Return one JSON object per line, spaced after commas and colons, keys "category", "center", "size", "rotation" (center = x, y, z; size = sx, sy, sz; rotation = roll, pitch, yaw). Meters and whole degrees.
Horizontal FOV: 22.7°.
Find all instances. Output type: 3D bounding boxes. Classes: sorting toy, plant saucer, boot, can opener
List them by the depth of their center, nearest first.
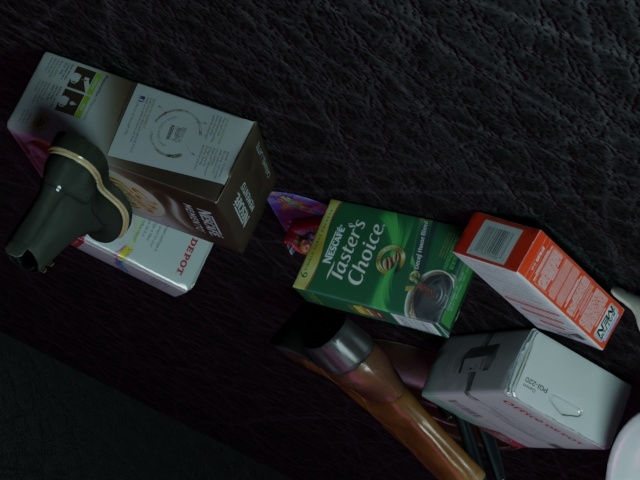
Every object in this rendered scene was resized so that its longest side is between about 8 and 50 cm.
{"category": "sorting toy", "center": [0.324, 0.072, 1.585], "size": [0.075, 0.045, 0.083], "rotation": [34, -177, 24]}
{"category": "boot", "center": [-0.263, -0.010, 1.618], "size": [0.077, 0.137, 0.198], "rotation": [19, 159, 18]}
{"category": "boot", "center": [0.077, 0.196, 2.072], "size": [0.280, 0.096, 0.264], "rotation": [46, 164, -16]}
{"category": "can opener", "center": [0.198, 0.237, 2.075], "size": [0.073, 0.059, 0.186], "rotation": [87, 161, -62]}
{"category": "plant saucer", "center": [0.176, 0.228, 2.271], "size": [0.311, 0.050, 0.310], "rotation": [22, 165, 6]}

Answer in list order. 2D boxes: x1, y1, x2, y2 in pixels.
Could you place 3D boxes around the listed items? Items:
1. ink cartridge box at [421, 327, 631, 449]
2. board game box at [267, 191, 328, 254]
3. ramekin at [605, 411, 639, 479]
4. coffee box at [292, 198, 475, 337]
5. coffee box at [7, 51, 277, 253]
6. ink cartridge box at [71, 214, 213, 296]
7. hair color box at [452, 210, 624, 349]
{"category": "ink cartridge box", "center": [0.248, 0.183, 1.946], "size": [0.159, 0.092, 0.218], "rotation": [30, 165, -19]}
{"category": "board game box", "center": [0.000, 0.000, 1.822], "size": [0.133, 0.033, 0.168], "rotation": [18, 163, 19]}
{"category": "ramekin", "center": [0.446, 0.304, 1.732], "size": [0.135, 0.277, 0.277], "rotation": [-9, 178, -26]}
{"category": "coffee box", "center": [0.070, 0.027, 1.667], "size": [0.184, 0.113, 0.040], "rotation": [15, 163, 34]}
{"category": "coffee box", "center": [-0.183, -0.091, 1.672], "size": [0.247, 0.098, 0.141], "rotation": [19, 162, 16]}
{"category": "ink cartridge box", "center": [-0.211, -0.028, 1.859], "size": [0.175, 0.127, 0.072], "rotation": [28, 165, -13]}
{"category": "hair color box", "center": [0.218, 0.040, 1.586], "size": [0.093, 0.053, 0.167], "rotation": [19, 163, 48]}
